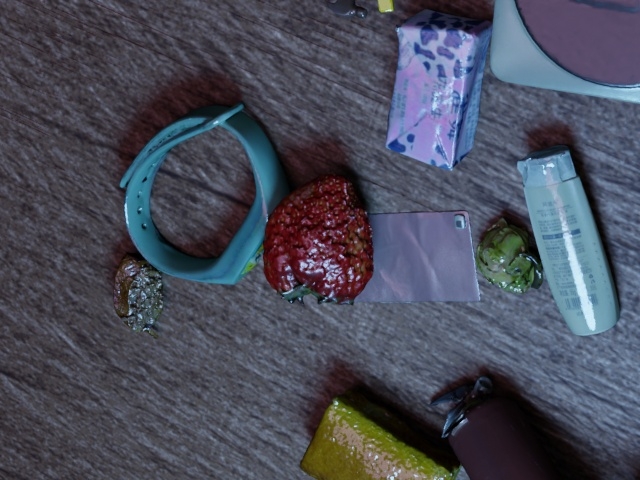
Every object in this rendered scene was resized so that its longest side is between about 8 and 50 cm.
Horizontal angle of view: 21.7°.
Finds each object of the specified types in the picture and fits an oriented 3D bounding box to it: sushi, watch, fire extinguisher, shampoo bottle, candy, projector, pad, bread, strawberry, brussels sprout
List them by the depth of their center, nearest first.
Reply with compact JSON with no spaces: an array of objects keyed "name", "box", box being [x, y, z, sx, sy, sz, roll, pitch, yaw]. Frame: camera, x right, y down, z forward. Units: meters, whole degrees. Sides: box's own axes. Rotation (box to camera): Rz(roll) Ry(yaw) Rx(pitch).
[{"name":"projector","box":[0.312,-0.273,1.691,0.259,0.079,0.257,12,115,20]},{"name":"candy","box":[0.126,-0.168,1.822,0.092,0.073,0.160,16,116,20]},{"name":"shampoo bottle","box":[0.275,0.001,1.835,0.072,0.049,0.212,-7,108,31]},{"name":"brussels sprout","box":[0.213,0.026,1.871,0.085,0.058,0.085,7,126,10]},{"name":"fire extinguisher","box":[0.215,0.267,1.906,0.105,0.104,0.269,-51,55,31]},{"name":"strawberry","box":[-0.003,0.002,1.923,0.131,0.131,0.148,-3,84,25]},{"name":"pad","box":[0.092,0.022,1.951,0.187,0.006,0.113,-1,110,25]},{"name":"watch","box":[-0.134,-0.057,1.993,0.195,0.068,0.237,40,124,8]},{"name":"bread","box":[0.073,0.268,2.000,0.172,0.103,0.132,31,119,12]},{"name":"sushi","box":[-0.224,0.069,2.089,0.055,0.052,0.120,22,116,32]}]

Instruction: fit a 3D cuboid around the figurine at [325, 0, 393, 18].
[{"name":"figurine","box":[0.083,-0.340,1.758,0.137,0.112,0.229,43,108,-6]}]
